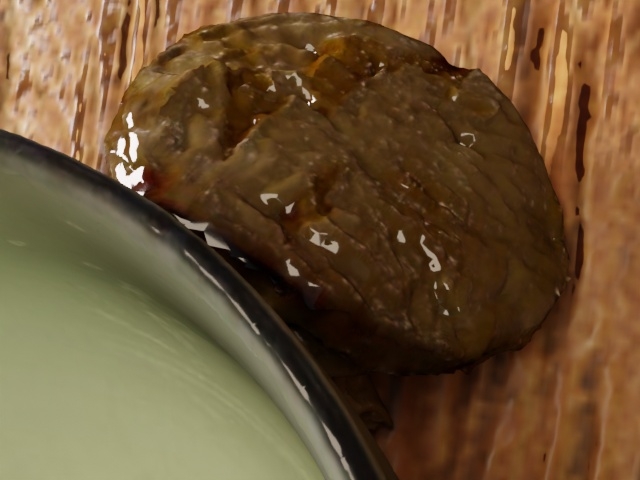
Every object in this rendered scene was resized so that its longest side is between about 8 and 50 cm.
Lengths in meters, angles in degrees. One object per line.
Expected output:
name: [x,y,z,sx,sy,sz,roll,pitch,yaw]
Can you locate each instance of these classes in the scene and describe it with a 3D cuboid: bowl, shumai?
bowl: [-0.107,0.155,0.451,0.354,0.185,0.353,-4,77,18]
shumai: [-0.004,-0.008,0.508,0.105,0.139,0.123,-28,37,43]
